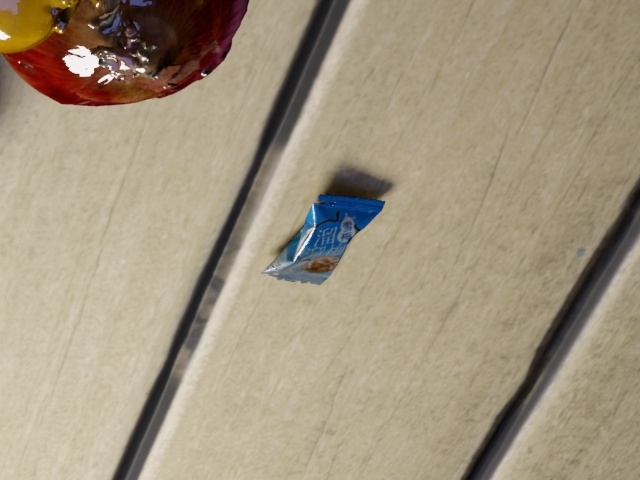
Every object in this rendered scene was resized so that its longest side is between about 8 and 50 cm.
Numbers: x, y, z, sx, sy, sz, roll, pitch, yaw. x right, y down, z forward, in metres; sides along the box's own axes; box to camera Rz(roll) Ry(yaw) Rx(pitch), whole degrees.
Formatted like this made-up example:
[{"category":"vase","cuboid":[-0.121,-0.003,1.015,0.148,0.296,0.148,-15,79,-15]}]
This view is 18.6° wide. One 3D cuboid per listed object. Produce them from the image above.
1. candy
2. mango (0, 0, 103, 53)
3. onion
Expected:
[{"category":"candy","cuboid":[0.000,0.000,2.037,0.088,0.038,0.136,2,139,-39]},{"category":"mango","cuboid":[-0.306,-0.256,1.567,0.152,0.287,0.201,-56,168,-5]},{"category":"onion","cuboid":[-0.166,-0.195,1.710,0.230,0.163,0.230,-16,135,-17]}]
